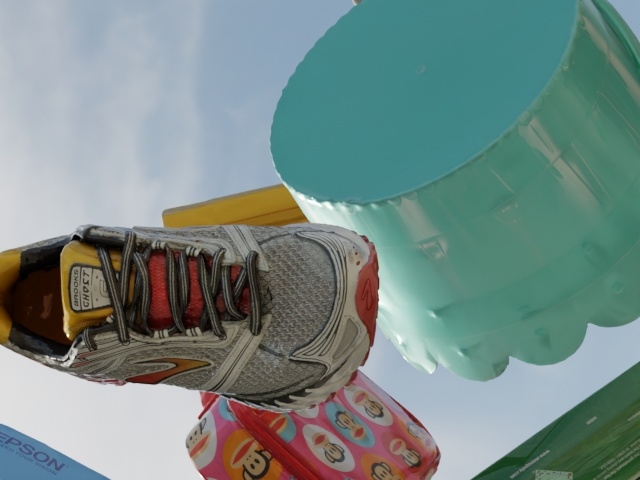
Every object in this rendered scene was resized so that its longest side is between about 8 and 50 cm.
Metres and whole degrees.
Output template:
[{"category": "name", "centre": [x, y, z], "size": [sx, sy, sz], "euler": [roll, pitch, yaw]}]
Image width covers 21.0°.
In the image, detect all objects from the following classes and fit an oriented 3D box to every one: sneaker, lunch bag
[{"category": "sneaker", "centre": [-0.070, 0.034, 0.796], "size": [0.093, 0.225, 0.088], "euler": [16, -109, -52]}, {"category": "lunch bag", "centre": [-0.017, 0.212, 1.819], "size": [0.120, 0.258, 0.293], "euler": [-52, -7, 19]}]

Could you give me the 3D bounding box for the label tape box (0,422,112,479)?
[{"category": "label tape box", "centre": [-0.169, 0.265, 0.922], "size": [0.115, 0.249, 0.348], "euler": [-66, -8, 27]}]

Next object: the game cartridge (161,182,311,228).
[{"category": "game cartridge", "centre": [0.000, 0.000, 1.974], "size": [0.323, 0.053, 0.285], "euler": [-11, -20, 2]}]

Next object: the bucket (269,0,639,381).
[{"category": "bucket", "centre": [0.112, -0.061, 1.204], "size": [0.281, 0.281, 0.183], "euler": [-51, -52, -17]}]

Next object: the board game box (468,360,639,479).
[{"category": "board game box", "centre": [0.152, 0.132, 0.809], "size": [0.317, 0.046, 0.213], "euler": [-31, -36, -24]}]

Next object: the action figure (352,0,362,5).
[{"category": "action figure", "centre": [0.059, -0.299, 1.683], "size": [0.164, 0.141, 0.275], "euler": [-56, 10, -12]}]
